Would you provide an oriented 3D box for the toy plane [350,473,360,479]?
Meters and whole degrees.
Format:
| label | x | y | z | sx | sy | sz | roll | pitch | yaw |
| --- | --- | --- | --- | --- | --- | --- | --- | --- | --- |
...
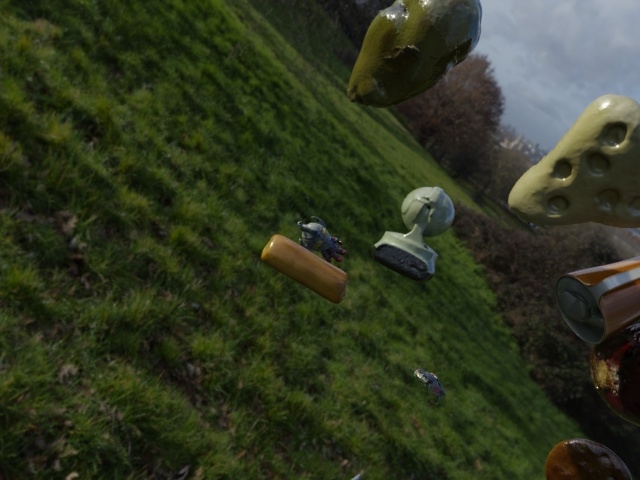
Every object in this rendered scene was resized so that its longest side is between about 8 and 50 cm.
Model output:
| label | x | y | z | sx | sy | sz | roll | pitch | yaw |
| --- | --- | --- | --- | --- | --- | --- | --- | --- | --- |
| toy plane | 0.076 | 0.893 | 1.772 | 0.267 | 0.212 | 0.088 | -20 | 101 | -57 |

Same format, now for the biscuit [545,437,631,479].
| label | x | y | z | sx | sy | sz | roll | pitch | yaw |
| --- | --- | --- | --- | --- | --- | --- | --- | --- | --- |
| biscuit | 0.708 | 0.633 | 1.393 | 0.212 | 0.212 | 0.036 | 45 | 18 | 26 |

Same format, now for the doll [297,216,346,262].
| label | x | y | z | sx | sy | sz | roll | pitch | yaw |
| --- | --- | --- | --- | --- | --- | --- | --- | --- | --- |
| doll | 0.000 | 0.001 | 1.635 | 0.194 | 0.104 | 0.062 | 38 | 1 | -27 |

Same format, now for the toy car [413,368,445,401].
| label | x | y | z | sx | sy | sz | roll | pitch | yaw |
| --- | --- | --- | --- | --- | --- | --- | --- | --- | --- |
| toy car | 0.335 | 0.432 | 1.591 | 0.142 | 0.055 | 0.069 | 47 | -2 | -40 |

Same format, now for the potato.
| label | x | y | z | sx | sy | sz | roll | pitch | yaw |
| --- | --- | --- | --- | --- | --- | --- | --- | --- | --- |
| potato | 0.204 | -0.432 | 1.192 | 0.202 | 0.351 | 0.218 | 20 | 36 | -51 |

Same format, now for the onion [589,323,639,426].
| label | x | y | z | sx | sy | sz | roll | pitch | yaw |
| --- | --- | --- | --- | --- | --- | --- | --- | --- | --- |
| onion | 0.928 | 0.396 | 1.455 | 0.281 | 0.337 | 0.260 | 0 | 53 | -6 |

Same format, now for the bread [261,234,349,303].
| label | x | y | z | sx | sy | sz | roll | pitch | yaw |
| --- | --- | --- | --- | --- | --- | --- | --- | --- | --- |
| bread | -0.031 | 0.068 | 1.317 | 0.239 | 0.074 | 0.093 | 30 | 32 | -5 |

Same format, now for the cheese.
| label | x | y | z | sx | sy | sz | roll | pitch | yaw |
| --- | --- | --- | --- | --- | --- | --- | --- | --- | --- |
| cheese | 0.648 | -0.194 | 1.310 | 0.350 | 0.328 | 0.129 | 6 | 35 | 32 |

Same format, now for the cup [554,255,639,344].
| label | x | y | z | sx | sy | sz | roll | pitch | yaw |
| --- | --- | --- | --- | --- | --- | --- | --- | --- | --- |
| cup | 0.727 | 0.123 | 1.276 | 0.226 | 0.263 | 0.182 | 82 | -14 | -61 |

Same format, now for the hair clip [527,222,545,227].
| label | x | y | z | sx | sy | sz | roll | pitch | yaw |
| --- | --- | --- | --- | --- | --- | --- | --- | --- | --- |
| hair clip | 0.679 | -0.142 | 1.512 | 0.146 | 0.257 | 0.075 | -12 | 47 | -25 |

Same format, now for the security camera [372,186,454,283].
| label | x | y | z | sx | sy | sz | roll | pitch | yaw |
| --- | --- | --- | --- | --- | --- | --- | --- | --- | --- |
| security camera | 0.290 | -0.032 | 1.555 | 0.197 | 0.277 | 0.191 | 26 | 5 | 14 |
